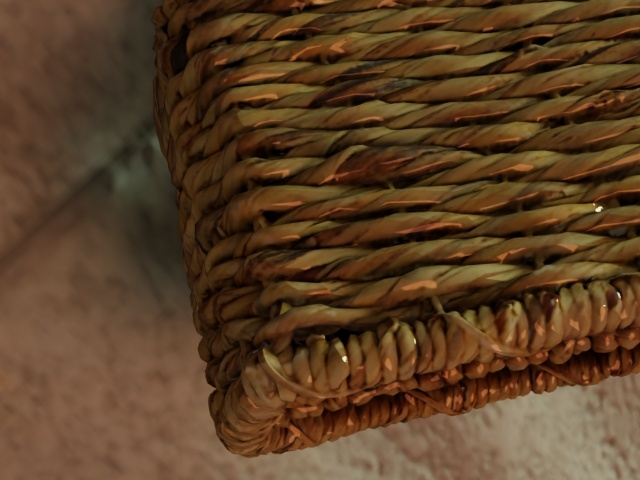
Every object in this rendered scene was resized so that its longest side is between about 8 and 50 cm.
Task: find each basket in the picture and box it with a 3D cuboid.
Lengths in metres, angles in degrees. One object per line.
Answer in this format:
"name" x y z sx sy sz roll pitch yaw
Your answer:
"basket" 0.094 0.015 0.648 0.299 0.223 0.213 -12 137 -9
